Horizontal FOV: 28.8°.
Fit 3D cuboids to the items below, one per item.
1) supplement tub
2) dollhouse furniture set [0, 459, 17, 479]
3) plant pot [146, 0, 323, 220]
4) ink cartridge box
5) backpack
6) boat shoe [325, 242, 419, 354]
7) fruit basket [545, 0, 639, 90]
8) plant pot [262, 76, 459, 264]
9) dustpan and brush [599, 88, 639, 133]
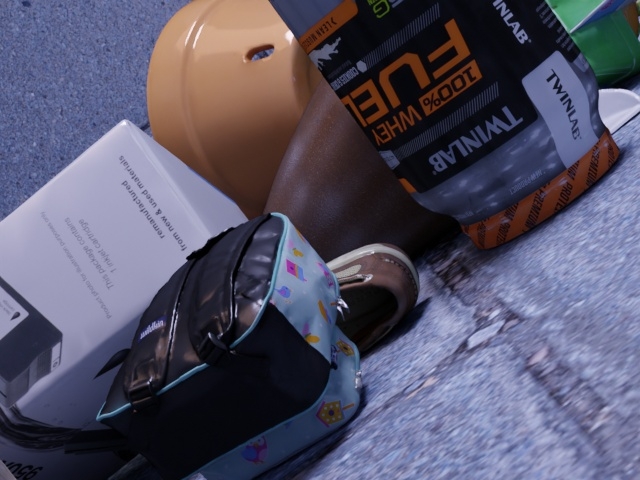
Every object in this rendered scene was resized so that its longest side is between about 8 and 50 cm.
[{"bbox_3d":[0.107,-0.161,1.081,0.193,0.316,0.193,-37,5,4],"label":"supplement tub"},{"bbox_3d":[-0.302,0.260,1.023,0.129,0.129,0.183,-39,5,-27],"label":"dollhouse furniture set"},{"bbox_3d":[-0.031,-0.173,1.487,0.203,0.291,0.291,-8,24,46],"label":"plant pot"},{"bbox_3d":[-0.236,0.107,1.177,0.395,0.166,0.285,-39,-21,5],"label":"ink cartridge box"},{"bbox_3d":[-0.056,0.077,0.908,0.166,0.144,0.188,-36,28,22],"label":"backpack"},{"bbox_3d":[-0.036,0.089,1.042,0.257,0.095,0.095,-35,12,13],"label":"boat shoe"},{"bbox_3d":[0.301,-0.223,1.532,0.327,0.165,0.353,-32,-9,36],"label":"fruit basket"},{"bbox_3d":[0.037,-0.044,1.311,0.230,0.215,0.215,-51,-2,26],"label":"plant pot"},{"bbox_3d":[0.223,-0.109,1.282,0.147,0.060,0.211,-37,5,-9],"label":"dustpan and brush"}]
